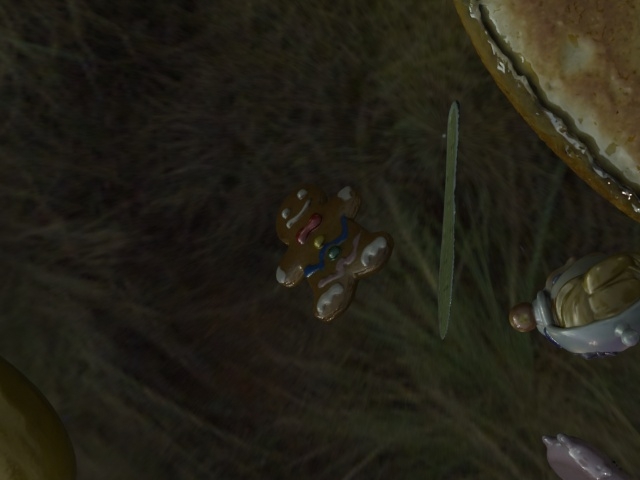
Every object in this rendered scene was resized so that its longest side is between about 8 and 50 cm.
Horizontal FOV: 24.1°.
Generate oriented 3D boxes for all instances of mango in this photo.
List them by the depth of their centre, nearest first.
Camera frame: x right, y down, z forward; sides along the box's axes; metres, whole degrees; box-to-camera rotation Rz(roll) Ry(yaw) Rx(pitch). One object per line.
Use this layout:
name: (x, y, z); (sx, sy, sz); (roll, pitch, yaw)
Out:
mango: (-0.310, 0.159, 1.330); (0.156, 0.114, 0.251); (0, 124, 39)

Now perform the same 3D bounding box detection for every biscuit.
biscuit: (-0.001, 0.000, 1.691); (0.031, 0.205, 0.138); (32, 104, -35)

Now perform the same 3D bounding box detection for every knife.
knife: (0.354, 0.309, 1.377); (0.398, 0.132, 0.038); (41, 73, -3)

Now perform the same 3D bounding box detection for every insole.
insole: (0.167, -0.028, 1.959); (0.007, 0.109, 0.322); (5, 77, -5)

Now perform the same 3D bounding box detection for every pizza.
pizza: (0.379, -0.209, 1.388); (0.440, 0.130, 0.406); (44, 96, 4)

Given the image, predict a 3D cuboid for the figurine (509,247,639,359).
figurine: (0.327, 0.090, 1.892); (0.194, 0.274, 0.133); (-20, 82, -27)
